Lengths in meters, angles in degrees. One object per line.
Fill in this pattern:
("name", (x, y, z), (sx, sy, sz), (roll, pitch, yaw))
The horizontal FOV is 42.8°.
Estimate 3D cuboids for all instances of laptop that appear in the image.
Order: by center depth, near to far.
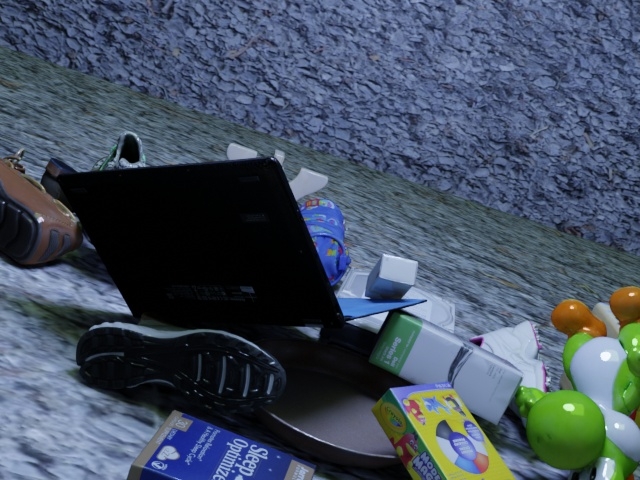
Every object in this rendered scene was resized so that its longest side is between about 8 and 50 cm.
("laptop", (-0.102, 0.006, 1.219), (0.381, 0.408, 0.236), (-1, 36, 32))

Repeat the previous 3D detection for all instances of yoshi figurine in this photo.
("yoshi figurine", (0.399, 0.217, 1.216), (0.203, 0.204, 0.362), (15, 47, 10))

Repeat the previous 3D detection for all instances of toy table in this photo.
("toy table", (-0.129, -0.124, 1.995), (0.274, 0.161, 0.252), (15, 16, -18))

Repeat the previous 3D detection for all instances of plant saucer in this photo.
("plant saucer", (0.020, 0.232, 1.161), (0.310, 0.050, 0.310), (17, 16, -5))

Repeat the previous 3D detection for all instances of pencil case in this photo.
("pencil case", (0.000, 0.000, 1.791), (0.133, 0.119, 0.306), (2, 18, -2))

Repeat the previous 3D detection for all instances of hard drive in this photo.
("hard drive", (0.137, 0.151, 1.551), (0.236, 0.064, 0.339), (20, 16, 6))

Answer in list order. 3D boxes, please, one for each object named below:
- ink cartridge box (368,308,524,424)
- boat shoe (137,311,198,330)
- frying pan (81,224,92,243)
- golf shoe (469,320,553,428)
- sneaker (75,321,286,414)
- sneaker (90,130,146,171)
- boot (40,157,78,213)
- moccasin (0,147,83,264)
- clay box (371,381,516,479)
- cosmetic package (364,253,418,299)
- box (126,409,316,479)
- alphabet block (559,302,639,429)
("ink cartridge box", (0.194, 0.192, 1.296), (0.219, 0.093, 0.160), (27, 1, 5))
("boat shoe", (-0.197, 0.154, 1.200), (0.153, 0.048, 0.056), (23, 2, -10))
("frying pan", (-0.307, 0.017, 1.464), (0.197, 0.053, 0.326), (15, -9, 14))
("golf shoe", (0.330, 0.244, 1.428), (0.140, 0.115, 0.306), (-6, 17, 9))
("sneaker", (-0.173, 0.152, 1.063), (0.271, 0.100, 0.108), (9, 4, 12))
("sneaker", (-0.395, -0.139, 1.688), (0.158, 0.182, 0.410), (13, 16, -21))
("boot", (-0.467, -0.061, 1.503), (0.082, 0.106, 0.219), (29, 9, -44))
("moccasin", (-0.563, -0.092, 1.407), (0.380, 0.139, 0.147), (27, 13, 21))
("clay box", (0.172, 0.285, 1.036), (0.127, 0.053, 0.222), (3, 42, -44))
("cosmetic package", (0.113, 0.064, 1.319), (0.060, 0.041, 0.115), (13, -21, -3))
("box", (-0.089, 0.272, 0.924), (0.225, 0.037, 0.136), (21, 16, 4))
("alphabet block", (0.570, 0.252, 1.473), (0.192, 0.194, 0.197), (17, 16, -3))
